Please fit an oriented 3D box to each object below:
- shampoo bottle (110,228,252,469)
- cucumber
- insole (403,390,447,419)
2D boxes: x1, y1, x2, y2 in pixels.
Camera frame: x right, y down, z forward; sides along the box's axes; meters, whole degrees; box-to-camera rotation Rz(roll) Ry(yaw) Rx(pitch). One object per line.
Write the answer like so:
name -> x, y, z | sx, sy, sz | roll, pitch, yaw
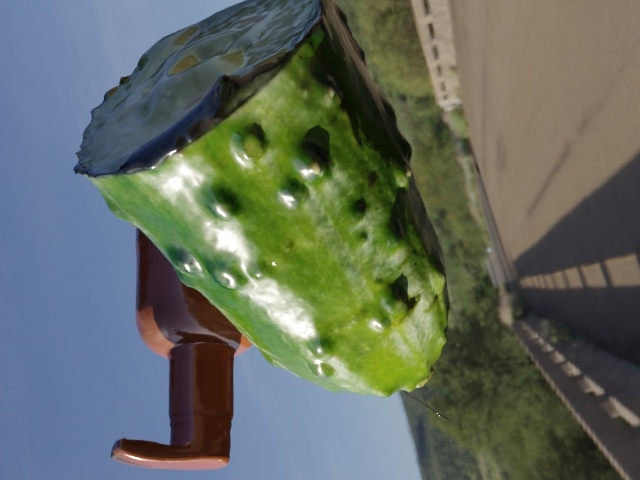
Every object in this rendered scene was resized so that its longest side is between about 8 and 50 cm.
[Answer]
shampoo bottle -> -0.074, 0.013, 0.508 | 0.085, 0.085, 0.244 | 59, -154, -61
cucumber -> -0.001, 0.003, 0.419 | 0.244, 0.134, 0.134 | 53, -163, -33
insole -> 0.073, 0.149, 0.900 | 0.152, 0.002, 0.053 | 31, 177, 31
